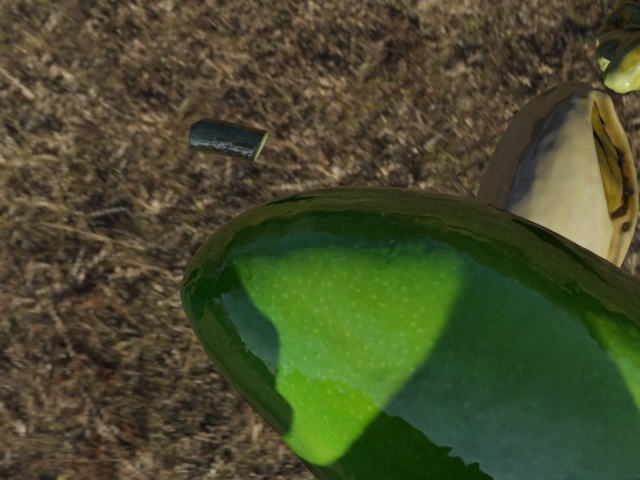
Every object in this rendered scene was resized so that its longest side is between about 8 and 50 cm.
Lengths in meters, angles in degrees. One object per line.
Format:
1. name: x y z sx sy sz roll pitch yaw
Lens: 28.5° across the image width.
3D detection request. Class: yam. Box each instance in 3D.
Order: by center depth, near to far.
1. yam: -0.109 -0.119 1.482 0.094 0.043 0.043 12 83 -10

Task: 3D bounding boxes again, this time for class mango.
1. mango: 0.097 0.100 0.701 0.382 0.225 0.201 30 59 -7

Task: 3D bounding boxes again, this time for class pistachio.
1. pistachio: 0.216 -0.030 1.164 0.153 0.138 0.237 23 95 26

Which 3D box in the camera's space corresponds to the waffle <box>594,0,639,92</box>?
1. waffle: 0.291 -0.197 0.915 0.204 0.223 0.054 -26 115 38
